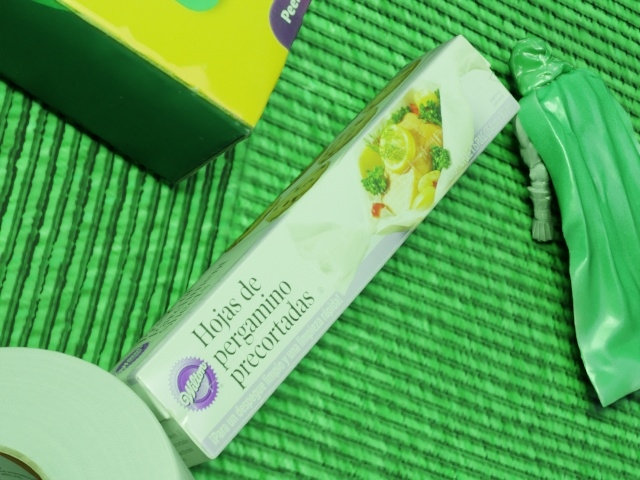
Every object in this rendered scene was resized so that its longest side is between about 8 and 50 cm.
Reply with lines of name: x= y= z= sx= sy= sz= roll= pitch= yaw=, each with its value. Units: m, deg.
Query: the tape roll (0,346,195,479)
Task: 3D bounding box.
tape roll: x=-0.152 y=0.155 z=0.745 sx=0.219 sy=0.219 sz=0.072 roll=-64 pitch=150 yaw=-30

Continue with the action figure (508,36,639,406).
action figure: x=0.178 y=-0.025 z=1.107 sx=0.137 sy=0.063 sz=0.232 roll=-24 pitch=93 yaw=-34

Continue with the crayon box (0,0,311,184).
crayon box: x=-0.124 y=-0.268 z=0.966 sx=0.313 sy=0.106 sz=0.363 roll=33 pitch=59 yaw=-19

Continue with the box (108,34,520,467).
box: x=0.000 y=0.000 z=0.983 sx=0.063 sy=0.067 sz=0.324 roll=49 pitch=56 yaw=-9
